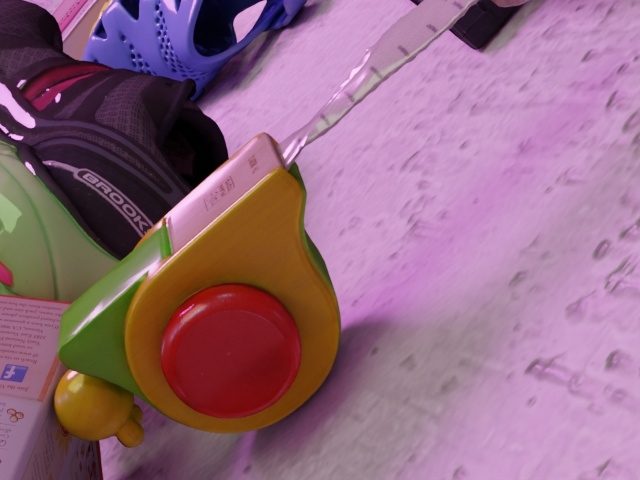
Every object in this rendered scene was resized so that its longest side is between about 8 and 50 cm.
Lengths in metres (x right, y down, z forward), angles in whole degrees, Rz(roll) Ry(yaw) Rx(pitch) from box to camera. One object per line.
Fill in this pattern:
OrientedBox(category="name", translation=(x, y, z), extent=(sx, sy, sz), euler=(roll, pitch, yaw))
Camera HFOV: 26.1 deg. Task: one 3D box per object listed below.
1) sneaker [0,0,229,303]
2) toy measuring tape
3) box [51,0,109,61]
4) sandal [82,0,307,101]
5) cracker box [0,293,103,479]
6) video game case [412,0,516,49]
OrientedBox(category="sneaker", translation=(-0.178, -0.052, 1.025), extent=(0.483, 0.202, 0.185), euler=(-124, 34, -54))
OrientedBox(category="toy measuring tape", translation=(0.000, 0.000, 0.702), extent=(0.330, 0.121, 0.121), euler=(-41, 22, 8))
OrientedBox(category="box", translation=(-0.217, -0.205, 1.472), extent=(0.148, 0.127, 0.232), euler=(-51, 20, -1))
OrientedBox(category="sandal", translation=(-0.113, -0.201, 1.263), extent=(0.317, 0.126, 0.138), euler=(-42, 26, 26))
OrientedBox(category="cracker box", translation=(-0.179, 0.161, 0.732), extent=(0.232, 0.067, 0.155), euler=(-79, -7, -51))
OrientedBox(category="video game case", translation=(0.143, -0.258, 0.936), extent=(0.248, 0.035, 0.275), euler=(-48, 21, 8))
